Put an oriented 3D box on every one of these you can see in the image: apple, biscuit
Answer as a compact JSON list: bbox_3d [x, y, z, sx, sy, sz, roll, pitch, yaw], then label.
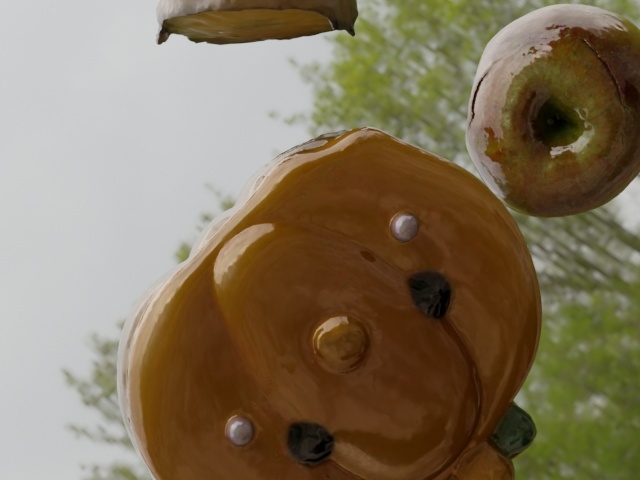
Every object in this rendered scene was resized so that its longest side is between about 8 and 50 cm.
[{"bbox_3d":[0.194,-0.101,1.245,0.147,0.146,0.163,-39,-42,-73],"label":"apple"},{"bbox_3d":[0.016,0.049,0.601,0.170,0.170,0.050,-49,18,-8],"label":"biscuit"}]

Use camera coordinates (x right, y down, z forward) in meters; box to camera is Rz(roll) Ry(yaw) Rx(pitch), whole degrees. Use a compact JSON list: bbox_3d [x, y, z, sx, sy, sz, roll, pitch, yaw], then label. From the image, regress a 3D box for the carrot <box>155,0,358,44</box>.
[{"bbox_3d":[-0.026,-0.221,0.768,0.102,0.102,0.263,13,-101,-62],"label":"carrot"}]
